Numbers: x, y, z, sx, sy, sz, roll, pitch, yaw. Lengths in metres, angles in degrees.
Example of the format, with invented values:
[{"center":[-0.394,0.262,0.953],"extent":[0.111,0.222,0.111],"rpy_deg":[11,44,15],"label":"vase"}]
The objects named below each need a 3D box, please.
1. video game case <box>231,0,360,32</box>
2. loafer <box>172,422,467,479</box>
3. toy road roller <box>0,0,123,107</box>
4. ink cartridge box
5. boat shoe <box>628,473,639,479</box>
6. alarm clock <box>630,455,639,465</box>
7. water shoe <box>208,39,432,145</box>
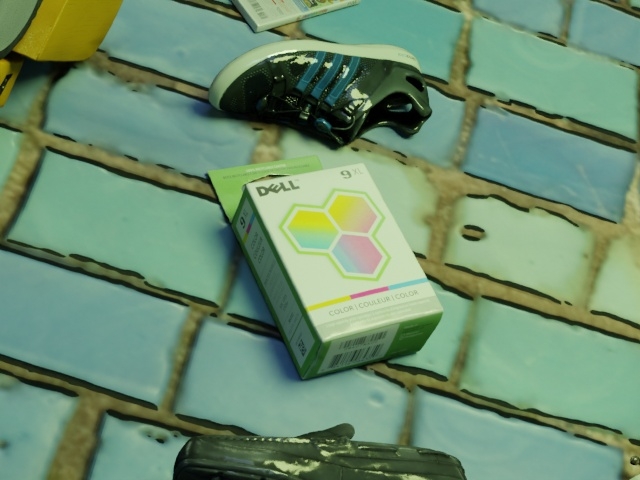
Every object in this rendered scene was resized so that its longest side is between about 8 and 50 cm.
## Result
[{"center":[-0.033,-0.242,1.379],"extent":[0.122,0.011,0.087],"rpy_deg":[-21,63,-31],"label":"video game case"},{"center":[0.003,0.168,1.043],"extent":[0.223,0.076,0.078],"rpy_deg":[13,46,-17],"label":"loafer"},{"center":[-0.315,-0.160,1.128],"extent":[0.202,0.241,0.329],"rpy_deg":[30,13,4],"label":"toy road roller"},{"center":[0.000,0.000,1.173],"extent":[0.109,0.062,0.209],"rpy_deg":[-12,58,-26],"label":"ink cartridge box"},{"center":[0.353,0.264,1.069],"extent":[0.305,0.109,0.091],"rpy_deg":[26,45,-4],"label":"boat shoe"},{"center":[0.347,0.192,1.156],"extent":[0.192,0.064,0.129],"rpy_deg":[37,51,6],"label":"alarm clock"},{"center":[0.006,-0.124,1.264],"extent":[0.203,0.073,0.080],"rpy_deg":[-8,60,-24],"label":"water shoe"}]
